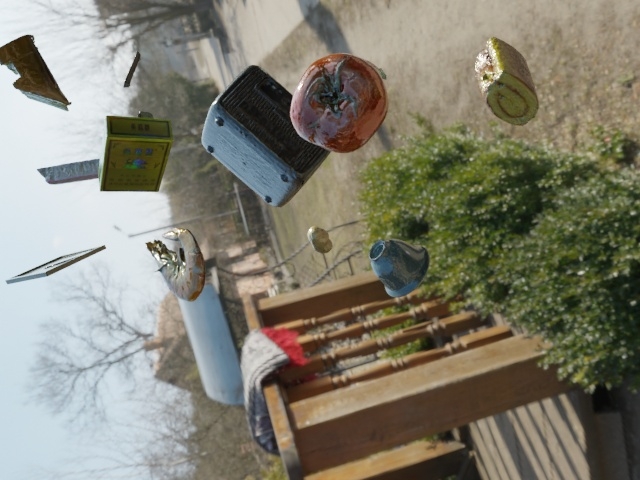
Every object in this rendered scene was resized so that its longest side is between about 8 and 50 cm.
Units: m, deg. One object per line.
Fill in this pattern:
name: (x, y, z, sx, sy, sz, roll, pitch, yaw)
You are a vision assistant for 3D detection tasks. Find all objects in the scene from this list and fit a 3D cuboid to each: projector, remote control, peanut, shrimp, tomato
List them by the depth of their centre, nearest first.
shrimp: (-0.310, 0.039, 1.299, 0.248, 0.068, 0.150, 21, 106, 47)
tomato: (0.035, -0.317, 1.411, 0.095, 0.236, 0.237, -16, -89, -75)
remote control: (-0.442, -0.400, 1.437, 0.034, 0.016, 0.091, 148, 140, -64)
peanut: (0.000, 0.000, 1.579, 0.113, 0.053, 0.054, 56, -168, -58)
projector: (-0.189, -0.339, 2.102, 0.395, 0.242, 0.405, 42, 161, -5)

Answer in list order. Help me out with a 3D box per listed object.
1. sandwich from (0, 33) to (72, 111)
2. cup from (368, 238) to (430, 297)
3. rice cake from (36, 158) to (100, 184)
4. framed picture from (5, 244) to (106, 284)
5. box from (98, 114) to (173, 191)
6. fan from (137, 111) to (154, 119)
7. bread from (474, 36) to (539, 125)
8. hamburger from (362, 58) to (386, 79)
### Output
sandwich: (-0.895, -0.505, 1.922, 0.236, 0.128, 0.122, 61, 170, -5)
cup: (0.238, 0.067, 2.016, 0.150, 0.199, 0.199, 34, -168, -27)
rice cake: (-0.653, -0.211, 1.808, 0.073, 0.364, 0.056, 54, -152, -83)
framed picture: (-0.720, 0.066, 1.659, 0.249, 0.184, 0.016, -10, 106, 40)
box: (-0.423, -0.190, 1.387, 0.220, 0.140, 0.064, 129, 134, -56)
fan: (-0.544, -0.386, 1.957, 0.004, 0.083, 0.056, 133, 138, -59)
bread: (0.388, -0.333, 1.285, 0.103, 0.132, 0.172, -41, 28, 33)
hamburger: (0.084, -0.516, 2.075, 0.276, 0.260, 0.151, 28, 139, 68)
